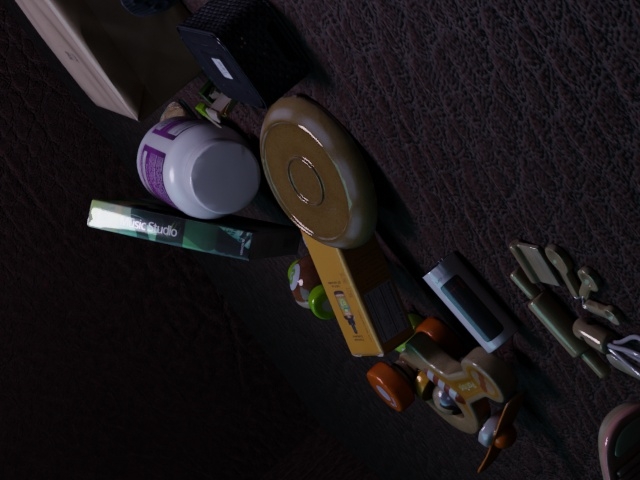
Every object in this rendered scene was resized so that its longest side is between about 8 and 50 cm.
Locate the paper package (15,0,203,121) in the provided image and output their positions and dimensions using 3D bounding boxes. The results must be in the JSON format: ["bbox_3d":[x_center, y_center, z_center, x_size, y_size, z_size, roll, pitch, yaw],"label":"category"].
[{"bbox_3d":[-0.347,-0.360,2.202,0.309,0.168,0.325,53,170,-21],"label":"paper package"}]

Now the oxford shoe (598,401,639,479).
[{"bbox_3d":[0.401,0.318,1.618,0.397,0.140,0.146,58,174,-31],"label":"oxford shoe"}]

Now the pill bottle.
[{"bbox_3d":[-0.210,-0.127,2.447,0.169,0.169,0.301,53,169,-20],"label":"pill bottle"}]

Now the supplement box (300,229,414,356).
[{"bbox_3d":[0.053,0.055,2.062,0.078,0.080,0.233,-6,107,53],"label":"supplement box"}]

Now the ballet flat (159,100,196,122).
[{"bbox_3d":[-0.232,-0.172,2.656,0.206,0.067,0.073,50,168,-4],"label":"ballet flat"}]

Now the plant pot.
[{"bbox_3d":[-0.012,-0.087,1.930,0.236,0.032,0.236,36,143,33],"label":"plant pot"}]

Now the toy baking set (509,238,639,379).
[{"bbox_3d":[0.300,0.099,1.534,0.256,0.030,0.197,50,169,-1],"label":"toy baking set"}]

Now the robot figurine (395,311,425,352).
[{"bbox_3d":[0.140,0.151,2.270,0.101,0.067,0.115,65,166,-13],"label":"robot figurine"}]

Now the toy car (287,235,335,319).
[{"bbox_3d":[0.000,0.000,2.162,0.188,0.149,0.155,66,173,-23],"label":"toy car"}]

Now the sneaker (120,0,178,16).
[{"bbox_3d":[-0.255,-0.425,1.831,0.319,0.112,0.131,78,166,-64],"label":"sneaker"}]

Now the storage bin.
[{"bbox_3d":[-0.101,-0.249,1.807,0.122,0.084,0.180,54,169,-24],"label":"storage bin"}]

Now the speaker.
[{"bbox_3d":[0.197,0.080,1.826,0.136,0.055,0.055,50,169,2],"label":"speaker"}]

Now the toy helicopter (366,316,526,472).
[{"bbox_3d":[0.219,0.227,2.051,0.235,0.140,0.355,49,165,2],"label":"toy helicopter"}]

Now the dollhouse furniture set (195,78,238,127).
[{"bbox_3d":[-0.142,-0.212,2.159,0.058,0.076,0.152,40,176,-24],"label":"dollhouse furniture set"}]

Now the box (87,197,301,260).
[{"bbox_3d":[-0.225,-0.024,2.517,0.322,0.058,0.232,10,-174,19],"label":"box"}]
